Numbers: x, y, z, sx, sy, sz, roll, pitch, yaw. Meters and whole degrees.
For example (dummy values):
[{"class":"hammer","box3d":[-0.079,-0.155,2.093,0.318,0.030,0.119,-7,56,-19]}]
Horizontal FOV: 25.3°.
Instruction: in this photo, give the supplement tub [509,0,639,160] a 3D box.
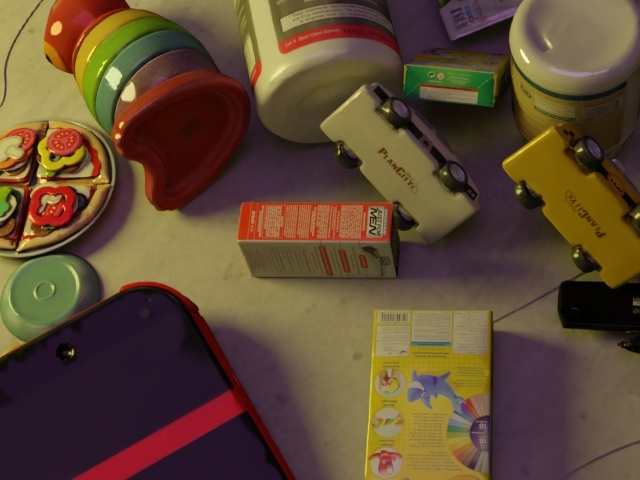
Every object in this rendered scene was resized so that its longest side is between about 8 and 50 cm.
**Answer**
[{"class":"supplement tub","box3d":[0.280,-0.175,1.558,0.144,0.199,0.144,-4,61,7]}]

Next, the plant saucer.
[{"class":"plant saucer","box3d":[-0.312,0.061,1.628,0.119,0.021,0.119,-4,62,7]}]

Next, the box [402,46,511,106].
[{"class":"box","box3d":[0.160,-0.191,1.630,0.105,0.179,0.043,7,108,13]}]

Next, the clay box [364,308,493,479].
[{"class":"clay box","box3d":[0.115,0.181,1.479,0.127,0.053,0.222,0,64,9]}]

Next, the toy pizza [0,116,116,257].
[{"class":"toy pizza","box3d":[-0.342,-0.070,1.687,0.201,0.032,0.201,-5,57,8]}]

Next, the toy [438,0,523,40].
[{"class":"toy","box3d":[0.251,-0.329,1.727,0.237,0.056,0.137,-19,65,4]}]

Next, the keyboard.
[{"class":"keyboard","box3d":[0.347,0.088,1.512,0.192,0.038,0.100,2,39,12]}]

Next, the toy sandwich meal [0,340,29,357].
[{"class":"toy sandwich meal","box3d":[-0.322,0.150,1.580,0.085,0.029,0.085,-2,64,5]}]

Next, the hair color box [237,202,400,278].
[{"class":"hair color box","box3d":[0.000,0.000,1.571,0.167,0.093,0.053,2,63,9]}]

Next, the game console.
[{"class":"game console","box3d":[-0.246,0.255,1.490,0.386,0.060,0.342,-29,72,-6]}]

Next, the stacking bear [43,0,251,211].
[{"class":"stacking bear","box3d":[-0.226,-0.201,1.684,0.164,0.175,0.289,-39,56,-9]}]

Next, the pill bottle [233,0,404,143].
[{"class":"pill bottle","box3d":[-0.014,-0.289,1.678,0.176,0.176,0.318,-13,61,2]}]

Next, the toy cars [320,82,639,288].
[{"class":"toy cars","box3d":[0.193,-0.072,1.552,0.394,0.176,0.087,14,34,18]}]
